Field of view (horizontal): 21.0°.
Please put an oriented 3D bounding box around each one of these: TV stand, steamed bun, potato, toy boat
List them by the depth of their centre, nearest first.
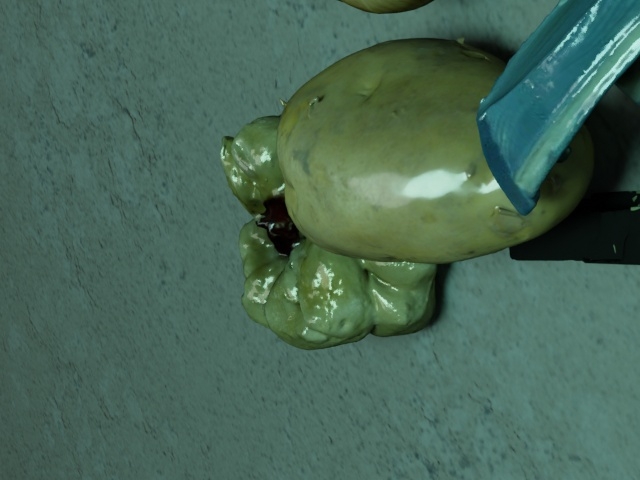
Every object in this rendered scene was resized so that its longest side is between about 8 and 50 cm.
[{"bbox_3d":[0.170,-0.093,0.909,0.102,0.088,0.215,38,117,-7],"label":"toy boat"},{"bbox_3d":[0.191,-0.007,0.991,0.249,0.042,0.036,0,107,59],"label":"TV stand"},{"bbox_3d":[0.057,-0.054,1.064,0.128,0.161,0.235,49,174,-36],"label":"potato"},{"bbox_3d":[0.000,0.000,1.243,0.192,0.106,0.177,17,121,53],"label":"steamed bun"}]

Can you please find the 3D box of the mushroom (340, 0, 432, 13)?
[{"bbox_3d":[0.037,-0.258,1.015,0.278,0.146,0.278,38,142,38],"label":"mushroom"}]
